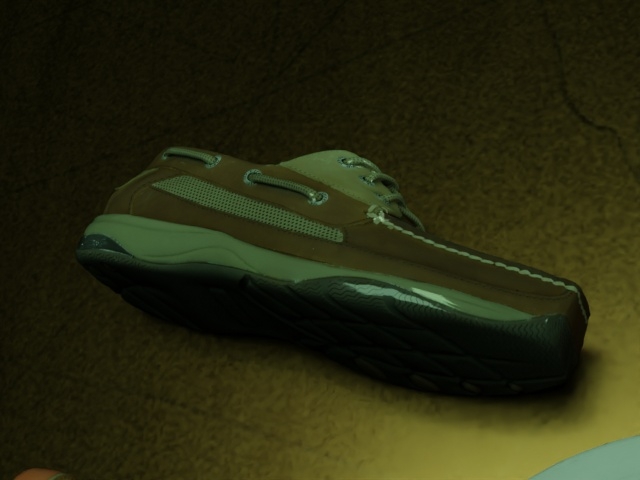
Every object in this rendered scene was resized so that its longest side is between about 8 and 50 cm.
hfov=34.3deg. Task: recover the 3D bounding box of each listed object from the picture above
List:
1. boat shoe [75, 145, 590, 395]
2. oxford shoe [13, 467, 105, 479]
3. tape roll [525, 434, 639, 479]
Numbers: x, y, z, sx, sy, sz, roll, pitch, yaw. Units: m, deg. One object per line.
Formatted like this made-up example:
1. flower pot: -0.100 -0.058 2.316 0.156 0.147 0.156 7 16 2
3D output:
1. boat shoe: 0.000 0.000 0.622 0.324 0.122 0.120 12 65 27
2. oxford shoe: -0.155 0.259 0.558 0.098 0.097 0.271 3 64 17
3. tape roll: 0.158 0.184 0.325 0.246 0.169 0.246 -12 71 38
